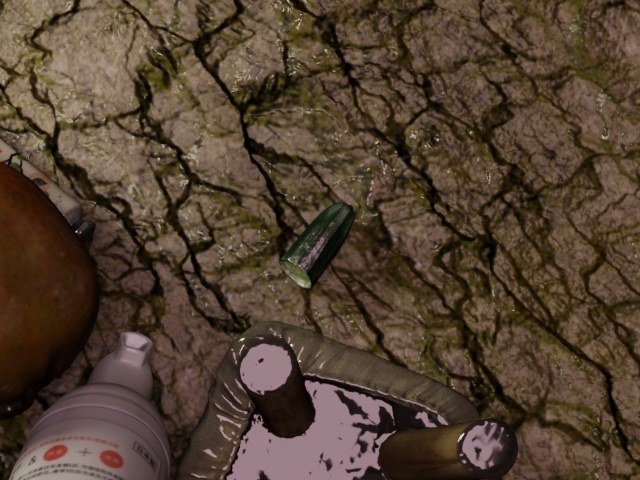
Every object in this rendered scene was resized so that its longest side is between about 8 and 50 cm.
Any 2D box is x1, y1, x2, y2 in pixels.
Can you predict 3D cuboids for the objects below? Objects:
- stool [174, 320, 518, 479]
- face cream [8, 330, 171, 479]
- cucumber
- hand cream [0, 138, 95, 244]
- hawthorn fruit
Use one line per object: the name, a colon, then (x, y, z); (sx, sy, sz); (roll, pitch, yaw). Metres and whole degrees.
stool: (0.011, 0.255, 1.031); (0.310, 0.226, 0.310); (21, 80, -3)
face cream: (-0.214, 0.222, 0.983); (0.145, 0.370, 0.145); (0, 114, 1)
cucumber: (0.000, 0.000, 1.158); (0.048, 0.048, 0.105); (36, 78, 1)
hand cream: (-0.350, -0.071, 1.145); (0.234, 0.050, 0.080); (35, 84, 8)
hawthorn fruit: (-0.372, 0.039, 1.015); (0.267, 0.268, 0.301); (-37, 80, -9)
